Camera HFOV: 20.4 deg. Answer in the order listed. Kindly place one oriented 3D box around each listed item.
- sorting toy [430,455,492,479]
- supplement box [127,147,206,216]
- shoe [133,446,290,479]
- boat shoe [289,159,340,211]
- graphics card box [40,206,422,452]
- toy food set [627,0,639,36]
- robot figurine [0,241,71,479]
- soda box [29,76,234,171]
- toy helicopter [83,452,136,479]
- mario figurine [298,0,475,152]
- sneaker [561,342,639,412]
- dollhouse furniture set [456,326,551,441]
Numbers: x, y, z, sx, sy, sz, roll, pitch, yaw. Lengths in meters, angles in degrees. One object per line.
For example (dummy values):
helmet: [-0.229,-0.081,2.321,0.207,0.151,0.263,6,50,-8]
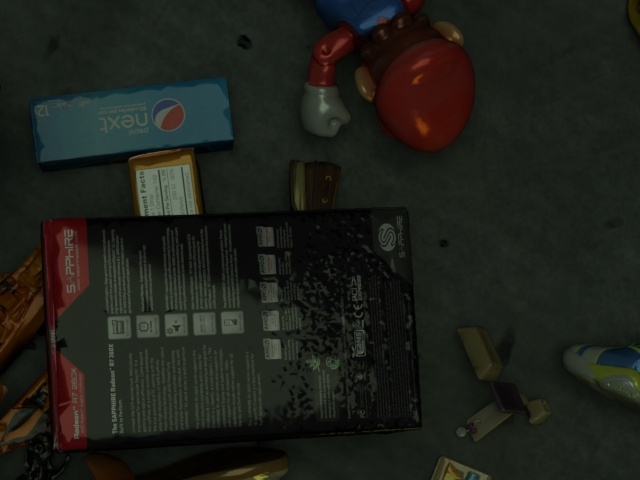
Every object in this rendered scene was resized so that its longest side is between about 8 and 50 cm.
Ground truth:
sorting toy: [0.141,0.278,1.891,0.062,0.012,0.083,23,81,-1]
supplement box: [-0.152,0.025,1.875,0.080,0.078,0.234,-5,83,-2]
shoe: [-0.135,0.264,1.852,0.219,0.076,0.058,-13,103,2]
boat shoe: [0.000,0.000,1.893,0.060,0.064,0.178,-3,80,-2]
graphics card box: [-0.089,0.088,1.786,0.370,0.094,0.233,-3,82,-10]
toy food set: [0.417,-0.301,1.954,0.128,0.071,0.218,15,82,-2]
robot figurine: [-0.329,0.153,1.841,0.211,0.085,0.291,39,82,7]
soda box: [-0.200,-0.123,1.895,0.210,0.067,0.071,-7,83,-4]
toy helicopter: [-0.161,0.337,1.705,0.355,0.140,0.235,5,91,38]
mario figurine: [0.050,-0.227,1.920,0.198,0.170,0.321,-40,73,28]
sneaker: [0.380,0.126,1.867,0.240,0.091,0.126,20,81,20]
dollhouse furniture set: [0.175,0.156,1.912,0.081,0.091,0.114,-40,57,32]
